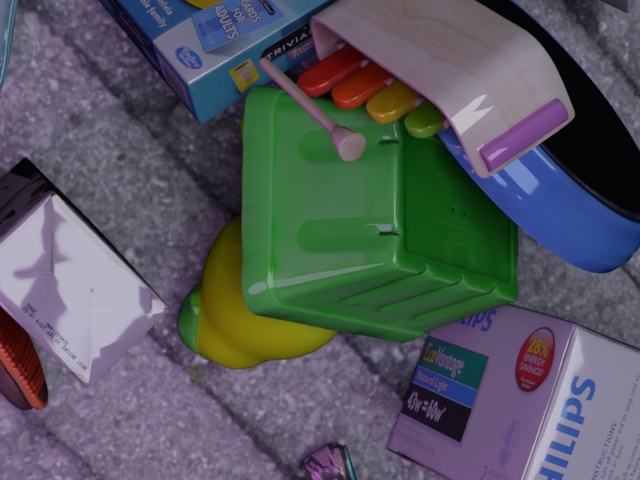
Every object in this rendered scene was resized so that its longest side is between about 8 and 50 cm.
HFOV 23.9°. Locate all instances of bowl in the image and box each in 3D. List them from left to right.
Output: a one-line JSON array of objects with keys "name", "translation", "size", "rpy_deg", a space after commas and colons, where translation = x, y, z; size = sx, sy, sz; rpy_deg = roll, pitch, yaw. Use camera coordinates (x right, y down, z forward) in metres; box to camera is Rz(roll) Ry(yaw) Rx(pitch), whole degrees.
[{"name": "bowl", "translation": [0.239, -0.141, 1.701], "size": [0.391, 0.391, 0.077], "rpy_deg": [41, 117, -19]}]

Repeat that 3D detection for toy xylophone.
[{"name": "toy xylophone", "translation": [0.081, -0.166, 1.474], "size": [0.236, 0.322, 0.081], "rpy_deg": [-28, 130, -6]}]

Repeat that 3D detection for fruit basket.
[{"name": "fruit basket", "translation": [0.000, 0.000, 1.699], "size": [0.392, 0.392, 0.282], "rpy_deg": [4, 80, -19]}]

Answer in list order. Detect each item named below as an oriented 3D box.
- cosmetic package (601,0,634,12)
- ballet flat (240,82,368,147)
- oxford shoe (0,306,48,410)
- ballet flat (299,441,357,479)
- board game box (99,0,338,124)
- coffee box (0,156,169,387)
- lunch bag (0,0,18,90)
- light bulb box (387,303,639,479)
[{"name": "cosmetic package", "translation": [0.353, -0.490, 1.762], "size": [0.217, 0.156, 0.385], "rpy_deg": [25, 90, 12]}, {"name": "ballet flat", "translation": [0.009, -0.159, 1.779], "size": [0.231, 0.077, 0.077], "rpy_deg": [-27, 88, -12]}, {"name": "oxford shoe", "translation": [-0.404, 0.091, 1.667], "size": [0.098, 0.097, 0.271], "rpy_deg": [-35, 103, 9]}, {"name": "ballet flat", "translation": [0.036, 0.355, 1.855], "size": [0.079, 0.077, 0.221], "rpy_deg": [-24, 99, 4]}, {"name": "board game box", "translation": [-0.064, -0.313, 1.648], "size": [0.336, 0.079, 0.254], "rpy_deg": [-33, 62, -12]}, {"name": "coffee box", "translation": [-0.279, 0.025, 1.579], "size": [0.119, 0.297, 0.168], "rpy_deg": [-45, 109, -6]}, {"name": "lunch bag", "translation": [-0.460, -0.256, 1.583], "size": [0.279, 0.108, 0.224], "rpy_deg": [10, 93, -20]}, {"name": "light bulb box", "translation": [0.328, 0.233, 1.782], "size": [0.361, 0.358, 0.225], "rpy_deg": [21, 88, -19]}]
